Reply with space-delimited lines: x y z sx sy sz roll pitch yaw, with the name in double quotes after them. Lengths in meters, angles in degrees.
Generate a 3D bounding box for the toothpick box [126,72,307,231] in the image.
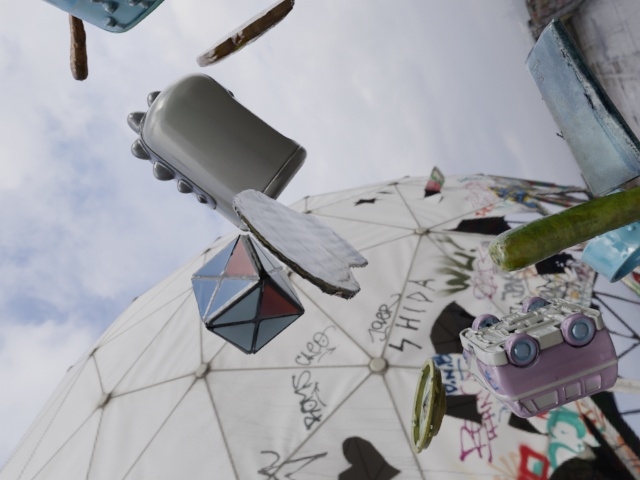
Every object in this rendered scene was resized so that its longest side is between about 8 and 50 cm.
-0.211 -0.177 0.865 0.316 0.229 0.229 37 -144 -7 "toothpick box"

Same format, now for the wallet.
0.580 -0.287 0.990 0.191 0.046 0.379 58 -174 -80 "wallet"

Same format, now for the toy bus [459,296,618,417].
0.347 0.188 0.720 0.142 0.202 0.142 -129 21 -81 "toy bus"

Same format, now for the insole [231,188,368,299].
0.000 0.000 0.410 0.119 0.009 0.348 44 -173 9 "insole"

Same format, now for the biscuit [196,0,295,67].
-0.164 -0.485 1.029 0.290 0.208 0.041 -42 -59 -16 "biscuit"

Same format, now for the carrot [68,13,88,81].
-0.494 -0.409 0.903 0.035 0.035 0.165 -42 -31 -59 "carrot"

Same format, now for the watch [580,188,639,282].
0.735 0.007 1.059 0.211 0.193 0.211 37 -166 -11 "watch"

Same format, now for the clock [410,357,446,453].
0.276 0.417 1.117 0.237 0.056 0.237 12 -90 -84 "clock"

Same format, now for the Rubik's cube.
-0.233 0.173 1.422 0.250 0.248 0.246 49 -174 -43 "Rubik's cube"

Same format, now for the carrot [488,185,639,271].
0.470 -0.036 0.770 0.074 0.358 0.074 -22 -90 -85 "carrot"

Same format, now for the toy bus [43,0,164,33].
-0.287 -0.351 0.401 0.343 0.183 0.200 12 -106 -48 "toy bus"
